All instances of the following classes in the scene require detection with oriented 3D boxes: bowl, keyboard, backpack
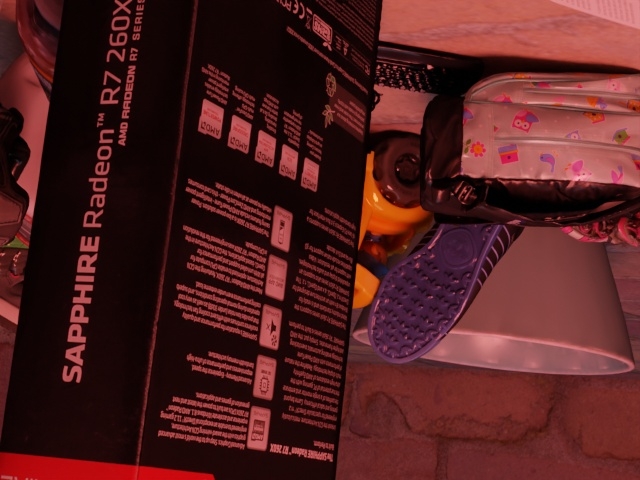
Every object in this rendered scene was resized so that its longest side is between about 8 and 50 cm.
[{"bbox_3d":[0.198,0.049,1.502,0.312,0.163,0.311,6,170,1],"label":"bowl"},{"bbox_3d":[0.023,-0.124,1.029,0.192,0.038,0.100,9,170,-5],"label":"keyboard"},{"bbox_3d":[0.167,-0.067,1.009,0.182,0.115,0.152,0,180,3],"label":"backpack"}]

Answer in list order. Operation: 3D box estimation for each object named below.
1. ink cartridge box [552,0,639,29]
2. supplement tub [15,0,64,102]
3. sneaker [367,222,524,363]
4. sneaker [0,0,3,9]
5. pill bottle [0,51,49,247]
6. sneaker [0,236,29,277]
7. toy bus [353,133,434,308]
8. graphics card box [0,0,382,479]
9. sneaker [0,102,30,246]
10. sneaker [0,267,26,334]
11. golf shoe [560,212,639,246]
[{"bbox_3d":[0.152,-0.169,0.710,0.225,0.056,0.181,24,176,19],"label":"ink cartridge box"},{"bbox_3d":[-0.142,-0.135,0.886,0.106,0.106,0.198,8,170,-3],"label":"supplement tub"},{"bbox_3d":[0.130,0.011,1.218,0.081,0.232,0.090,39,-164,22],"label":"sneaker"},{"bbox_3d":[-0.258,-0.128,0.875,0.094,0.153,0.235,11,169,-17],"label":"sneaker"},{"bbox_3d":[-0.203,-0.064,1.162,0.161,0.161,0.283,9,169,-10],"label":"pill bottle"},{"bbox_3d":[-0.254,-0.049,1.372,0.344,0.146,0.134,-7,-165,-26],"label":"sneaker"},{"bbox_3d":[0.000,0.000,1.245,0.220,0.211,0.149,11,168,-26],"label":"toy bus"},{"bbox_3d":[-0.060,-0.012,0.767,0.094,0.371,0.233,2,169,27],"label":"graphics card box"},{"bbox_3d":[-0.289,-0.084,0.978,0.135,0.097,0.276,12,-150,-41],"label":"sneaker"},{"bbox_3d":[-0.339,-0.012,1.493,0.295,0.178,0.124,35,178,17],"label":"sneaker"},{"bbox_3d":[0.251,-0.029,1.304,0.086,0.067,0.186,0,168,41],"label":"golf shoe"}]
